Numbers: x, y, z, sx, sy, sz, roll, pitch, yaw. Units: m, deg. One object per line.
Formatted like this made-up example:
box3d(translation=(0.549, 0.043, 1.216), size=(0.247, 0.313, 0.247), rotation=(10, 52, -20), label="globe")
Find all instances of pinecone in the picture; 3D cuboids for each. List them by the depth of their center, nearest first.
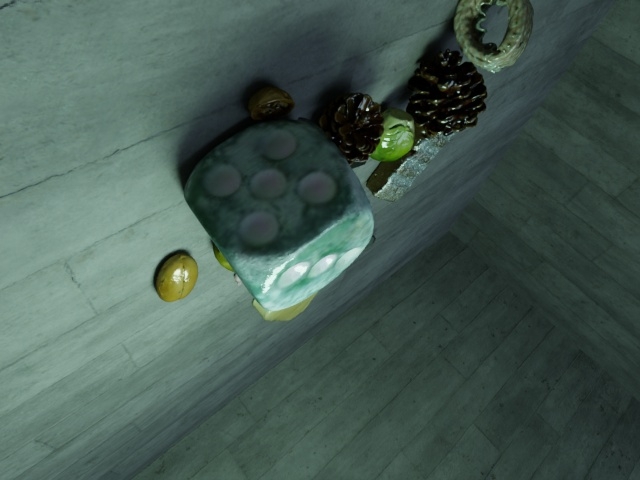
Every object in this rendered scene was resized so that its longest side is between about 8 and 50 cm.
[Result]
box3d(translation=(0.080, -0.298, 1.117), size=(0.185, 0.169, 0.212), rotation=(-58, 174, -2), label="pinecone")
box3d(translation=(0.379, -0.455, 1.311), size=(0.243, 0.243, 0.257), rotation=(-42, 118, -5), label="pinecone")

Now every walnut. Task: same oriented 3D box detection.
box3d(translation=(-0.109, -0.298, 0.907), size=(0.091, 0.052, 0.121), rotation=(-23, 177, 27), label="walnut")

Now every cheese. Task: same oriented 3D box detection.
box3d(translation=(-0.101, 0.217, 1.930), size=(0.384, 0.104, 0.384), rotation=(-38, 160, -17), label="cheese")

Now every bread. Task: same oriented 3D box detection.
box3d(translation=(-0.395, 0.112, 1.176), size=(0.114, 0.077, 0.189), rotation=(-31, 155, -44), label="bread")
box3d(translation=(0.353, -0.330, 1.644), size=(0.165, 0.113, 0.416), rotation=(5, 130, -46), label="bread")

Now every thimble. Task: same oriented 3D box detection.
box3d(translation=(0.495, -0.611, 1.203), size=(0.196, 0.229, 0.148), rotation=(-24, 177, 39), label="thimble")

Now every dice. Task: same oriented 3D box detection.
box3d(translation=(-0.087, -0.060, 1.011), size=(0.348, 0.330, 0.328), rotation=(-37, 160, -11), label="dice")

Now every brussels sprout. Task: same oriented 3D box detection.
box3d(translation=(0.216, -0.329, 1.352), size=(0.180, 0.162, 0.143), rotation=(94, 14, -49), label="brussels sprout")

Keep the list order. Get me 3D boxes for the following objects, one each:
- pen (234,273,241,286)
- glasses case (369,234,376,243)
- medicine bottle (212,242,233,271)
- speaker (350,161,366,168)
box3d(translation=(-0.264, 0.097, 1.465), size=(0.053, 0.032, 0.197), rotation=(-27, 153, -41), label="pen")
box3d(translation=(0.197, 0.000, 2.133), size=(0.114, 0.060, 0.299), rotation=(-48, 160, 11), label="glasses case")
box3d(translation=(-0.200, -0.010, 1.238), size=(0.239, 0.124, 0.124), rotation=(-38, 160, -13), label="medicine bottle")
box3d(translation=(0.085, -0.258, 1.401), size=(0.191, 0.040, 0.046), rotation=(-26, 157, -42), label="speaker")
